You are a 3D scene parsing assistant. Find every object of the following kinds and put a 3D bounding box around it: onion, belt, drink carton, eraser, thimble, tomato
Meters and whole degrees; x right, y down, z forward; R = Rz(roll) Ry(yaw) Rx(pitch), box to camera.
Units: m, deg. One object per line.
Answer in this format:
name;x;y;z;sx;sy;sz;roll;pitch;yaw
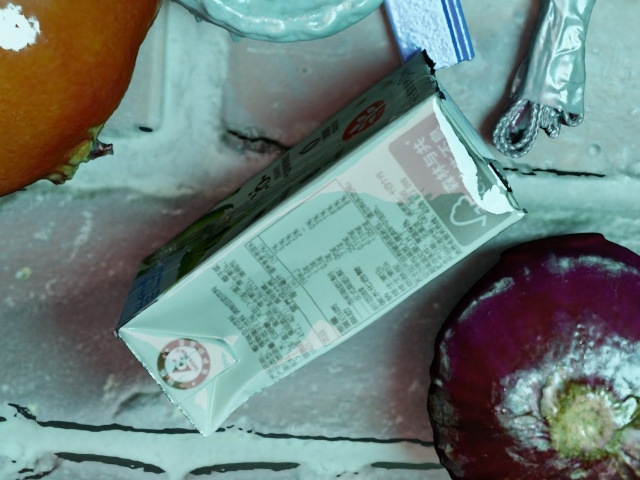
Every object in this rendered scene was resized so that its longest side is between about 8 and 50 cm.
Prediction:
onion;0.191;0.107;1.524;0.207;0.216;0.206;-5;100;4
belt;0.206;-0.181;1.534;0.071;0.053;0.232;13;101;-9
drink carton;0.001;0.000;1.471;0.324;0.194;0.132;-35;102;10
eraser;0.092;-0.188;1.535;0.063;0.027;0.084;-18;103;-1
thimble;-0.022;-0.266;1.432;0.250;0.172;0.205;-33;106;1
tomato;-0.287;-0.183;1.355;0.321;0.321;0.321;-1;103;-5
